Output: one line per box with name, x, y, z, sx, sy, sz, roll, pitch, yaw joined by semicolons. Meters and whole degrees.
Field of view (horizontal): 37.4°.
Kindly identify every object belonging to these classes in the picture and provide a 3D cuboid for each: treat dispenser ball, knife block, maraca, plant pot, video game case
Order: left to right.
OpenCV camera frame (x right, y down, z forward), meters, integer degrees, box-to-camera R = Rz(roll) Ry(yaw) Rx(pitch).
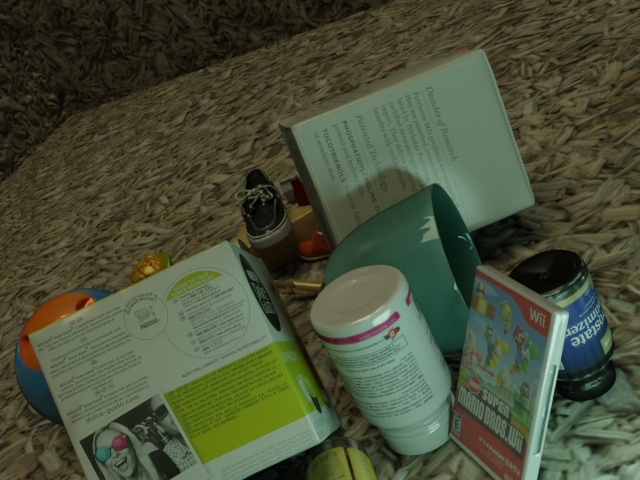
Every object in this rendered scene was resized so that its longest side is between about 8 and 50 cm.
treat dispenser ball;-0.479;0.242;1.949;0.288;0.288;0.288;-22;27;12
maraca;-0.425;0.113;2.357;0.127;0.099;0.185;-12;54;44
knife block;-0.146;0.033;2.243;0.276;0.088;0.242;-8;33;33
plant pot;0.149;0.079;1.665;0.235;0.293;0.293;-22;26;18
video game case;0.265;0.201;1.369;0.025;0.285;0.204;0;17;-23

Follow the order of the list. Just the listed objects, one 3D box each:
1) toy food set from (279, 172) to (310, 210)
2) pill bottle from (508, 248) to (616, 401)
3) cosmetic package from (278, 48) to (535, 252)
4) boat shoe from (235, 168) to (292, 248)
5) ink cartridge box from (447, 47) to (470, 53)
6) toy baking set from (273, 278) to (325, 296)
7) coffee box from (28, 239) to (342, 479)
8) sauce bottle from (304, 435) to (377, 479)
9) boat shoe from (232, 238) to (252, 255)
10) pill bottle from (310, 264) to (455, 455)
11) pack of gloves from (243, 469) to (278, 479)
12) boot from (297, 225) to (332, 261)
toy food set;-0.067;-0.147;2.472;0.232;0.104;0.111;-21;27;12
pill bottle;0.370;0.132;1.428;0.123;0.219;0.123;-22;27;12
cosmetic package;0.162;-0.163;1.935;0.394;0.327;0.329;-23;11;-4
boat shoe;-0.136;-0.085;2.226;0.113;0.105;0.306;-22;26;10
ink cartridge box;0.329;-0.305;2.270;0.117;0.207;0.283;-16;28;25
toy baking set;-0.080;0.095;1.981;0.256;0.030;0.197;4;-2;28
coffee box;-0.199;0.228;1.523;0.338;0.334;0.337;-26;-9;2
sauce bottle;0.048;0.419;1.336;0.111;0.111;0.344;-25;25;4
boat shoe;-0.171;0.100;2.114;0.069;0.081;0.228;-32;49;12
pill bottle;0.110;0.193;1.490;0.160;0.283;0.160;-22;27;11
pack of gloves;-0.159;0.466;1.545;0.232;0.046;0.195;-25;15;-2
boot;0.000;0.000;2.171;0.158;0.084;0.059;-7;35;39
